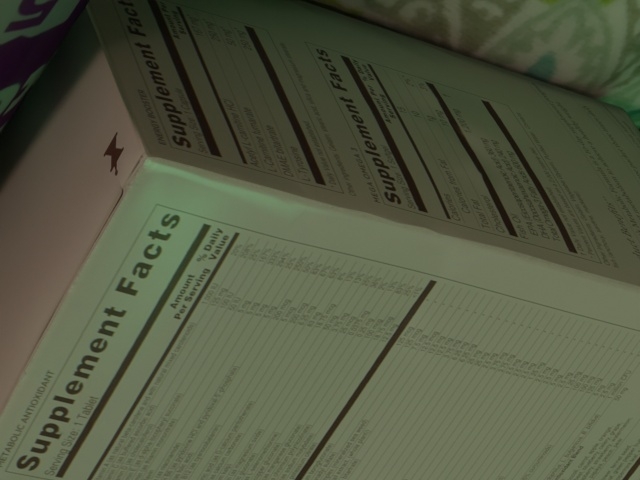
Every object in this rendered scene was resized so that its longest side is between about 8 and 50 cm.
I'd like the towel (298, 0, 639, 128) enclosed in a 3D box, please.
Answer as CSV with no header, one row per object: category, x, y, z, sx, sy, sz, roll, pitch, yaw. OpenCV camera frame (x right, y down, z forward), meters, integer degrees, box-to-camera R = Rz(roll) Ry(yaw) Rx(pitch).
towel,0.157,-0.130,0.586,0.320,0.090,0.374,15,159,-40

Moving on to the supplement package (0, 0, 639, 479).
supplement package,0.003,0.012,0.627,0.244,0.134,0.139,15,121,-31

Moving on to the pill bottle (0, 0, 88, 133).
pill bottle,-0.172,-0.064,0.541,0.169,0.169,0.301,3,142,-38
